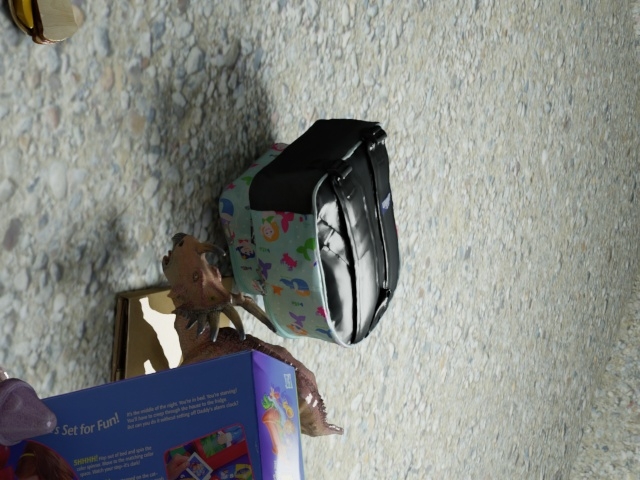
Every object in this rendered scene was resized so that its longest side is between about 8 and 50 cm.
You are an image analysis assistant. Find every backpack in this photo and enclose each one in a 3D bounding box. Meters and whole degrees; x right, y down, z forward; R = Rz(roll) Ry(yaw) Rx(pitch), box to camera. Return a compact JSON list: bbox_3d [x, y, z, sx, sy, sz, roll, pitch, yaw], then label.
[{"bbox_3d":[0.000,0.000,1.420,0.225,0.191,0.254,-48,130,-48],"label":"backpack"}]

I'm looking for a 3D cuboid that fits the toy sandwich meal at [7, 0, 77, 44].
[{"bbox_3d":[-0.254,-0.222,1.065,0.085,0.029,0.086,-27,121,-56],"label":"toy sandwich meal"}]

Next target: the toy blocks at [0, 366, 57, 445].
[{"bbox_3d":[-0.336,0.129,0.784,0.309,0.260,0.289,-54,142,-39],"label":"toy blocks"}]

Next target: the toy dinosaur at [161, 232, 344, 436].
[{"bbox_3d":[-0.074,0.143,1.261,0.200,0.295,0.127,-52,-165,28],"label":"toy dinosaur"}]

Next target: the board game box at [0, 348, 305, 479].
[{"bbox_3d":[-0.180,0.242,0.944,0.078,0.347,0.233,35,45,-59],"label":"board game box"}]

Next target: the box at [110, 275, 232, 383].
[{"bbox_3d":[-0.169,0.130,1.333,0.201,0.021,0.165,-10,107,-60],"label":"box"}]
